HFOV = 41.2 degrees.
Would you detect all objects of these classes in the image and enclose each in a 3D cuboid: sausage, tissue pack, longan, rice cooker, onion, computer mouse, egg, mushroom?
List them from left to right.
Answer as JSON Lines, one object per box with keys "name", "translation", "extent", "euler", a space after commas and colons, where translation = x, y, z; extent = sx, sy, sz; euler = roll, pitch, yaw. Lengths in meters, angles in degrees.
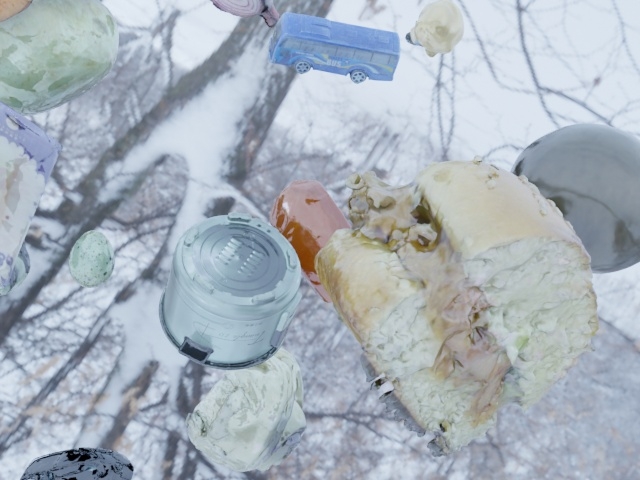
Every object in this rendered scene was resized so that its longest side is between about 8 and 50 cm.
{"name": "tissue pack", "translation": [-0.640, -0.090, 1.552], "extent": [0.125, 0.344, 0.242], "euler": [-19, 137, 39]}
{"name": "mushroom", "translation": [-0.597, -0.415, 1.810], "extent": [0.352, 0.352, 0.260], "euler": [-133, 19, -78]}
{"name": "computer mouse", "translation": [-0.523, 0.504, 1.828], "extent": [0.241, 0.077, 0.146], "euler": [-7, -132, -12]}
{"name": "egg", "translation": [-0.429, 0.035, 1.597], "extent": [0.085, 0.110, 0.085], "euler": [3, -163, -1]}
{"name": "rice cooker", "translation": [-0.161, 0.097, 1.523], "extent": [0.241, 0.227, 0.280], "euler": [25, -134, 3]}
{"name": "onion", "translation": [-0.176, -0.643, 2.184], "extent": [0.218, 0.140, 0.195], "euler": [35, 148, -27]}
{"name": "sausage", "translation": [-0.001, 0.001, 1.758], "extent": [0.268, 0.141, 0.153], "euler": [58, 175, 3]}
{"name": "longan", "translation": [0.399, -0.061, 1.278], "extent": [0.248, 0.248, 0.248], "euler": [32, -177, -2]}

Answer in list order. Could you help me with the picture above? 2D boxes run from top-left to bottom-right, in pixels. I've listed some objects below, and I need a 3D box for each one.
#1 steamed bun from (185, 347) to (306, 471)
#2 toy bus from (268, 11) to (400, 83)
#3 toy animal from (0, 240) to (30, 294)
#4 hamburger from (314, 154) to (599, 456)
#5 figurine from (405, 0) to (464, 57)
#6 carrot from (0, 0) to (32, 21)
{"name": "steamed bun", "translation": [-0.150, 0.447, 2.112], "extent": [0.237, 0.346, 0.394], "euler": [27, -156, 18]}
{"name": "toy bus", "translation": [0.027, -0.354, 1.557], "extent": [0.236, 0.094, 0.079], "euler": [8, -132, -11]}
{"name": "toy animal", "translation": [-0.737, 0.066, 1.949], "extent": [0.225, 0.094, 0.121], "euler": [-103, -3, -76]}
{"name": "hamburger", "translation": [0.142, 0.045, 0.980], "extent": [0.287, 0.268, 0.445], "euler": [57, -176, 31]}
{"name": "figurine", "translation": [0.246, -0.474, 1.891], "extent": [0.108, 0.114, 0.196], "euler": [49, 178, -20]}
{"name": "carrot", "translation": [-0.464, -0.353, 0.955], "extent": [0.258, 0.100, 0.307], "euler": [-21, 149, 36]}
